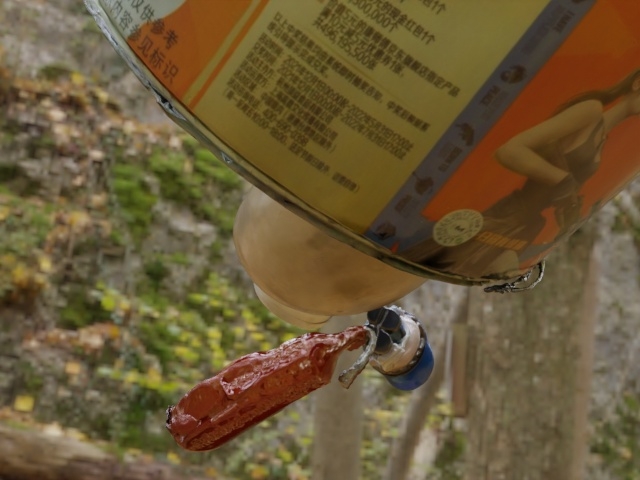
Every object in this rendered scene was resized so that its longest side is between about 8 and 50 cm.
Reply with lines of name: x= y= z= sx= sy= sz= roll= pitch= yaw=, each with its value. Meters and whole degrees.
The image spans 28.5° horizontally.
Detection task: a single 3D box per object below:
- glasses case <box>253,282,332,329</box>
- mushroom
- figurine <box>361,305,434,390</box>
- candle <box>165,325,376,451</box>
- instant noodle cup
glasses case: x=0.000 y=0.000 z=1.297 sx=0.092 sy=0.233 sz=0.059 roll=30 pitch=-48 yaw=-6
mushroom: x=0.015 y=-0.094 z=1.069 sx=0.290 sy=0.292 sz=0.292 roll=45 pitch=-17 yaw=7
figurine: x=0.076 y=0.112 z=1.384 sx=0.087 sy=0.086 sz=0.149 roll=17 pitch=-8 yaw=22
candle: x=-0.034 y=0.097 z=0.843 sx=0.162 sy=0.048 sz=0.053 roll=-30 pitch=-71 yaw=19
instant noodle cup: x=0.060 y=-0.132 z=0.476 sx=0.296 sy=0.296 sz=0.214 roll=20 pitch=-61 yaw=-35
